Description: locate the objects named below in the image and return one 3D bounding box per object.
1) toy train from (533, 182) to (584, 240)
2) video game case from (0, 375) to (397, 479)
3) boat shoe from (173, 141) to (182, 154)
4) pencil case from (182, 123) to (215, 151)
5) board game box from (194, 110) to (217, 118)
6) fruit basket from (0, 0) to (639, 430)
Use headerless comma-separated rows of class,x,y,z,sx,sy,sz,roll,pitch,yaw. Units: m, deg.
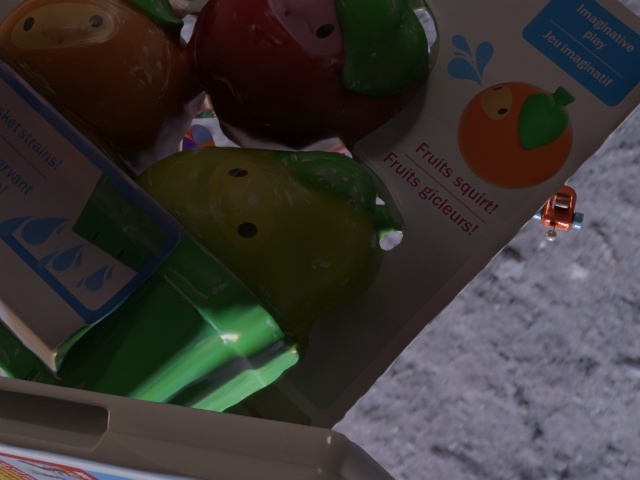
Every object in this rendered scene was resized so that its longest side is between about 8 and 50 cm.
toy train,0.230,-0.075,1.692,0.166,0.125,0.046,17,151,11
video game case,-0.078,0.095,0.532,0.285,0.025,0.204,6,155,30
boat shoe,-0.159,-0.008,1.037,0.109,0.091,0.305,6,134,-12
pencil case,-0.247,-0.086,2.064,0.104,0.236,0.104,31,134,38
board game box,-0.203,-0.152,1.471,0.136,0.259,0.030,22,102,18
fruit basket,-0.055,-0.072,0.747,0.327,0.165,0.353,42,88,19
